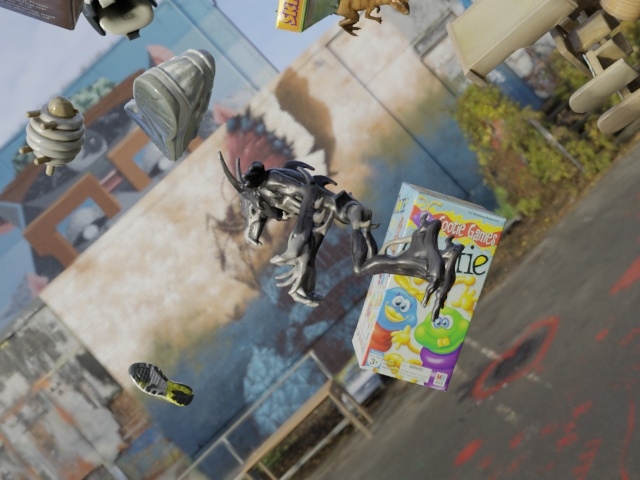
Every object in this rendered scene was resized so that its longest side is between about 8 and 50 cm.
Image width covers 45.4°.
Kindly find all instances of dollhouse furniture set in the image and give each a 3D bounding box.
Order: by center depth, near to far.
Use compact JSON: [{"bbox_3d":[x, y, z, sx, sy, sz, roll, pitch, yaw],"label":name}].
[{"bbox_3d":[0.325,-0.269,1.085,0.242,0.212,0.161,23,-48,-37],"label":"dollhouse furniture set"}]

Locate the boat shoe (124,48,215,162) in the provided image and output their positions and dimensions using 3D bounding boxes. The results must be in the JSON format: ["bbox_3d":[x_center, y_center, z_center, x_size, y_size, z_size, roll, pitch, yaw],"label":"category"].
[{"bbox_3d":[-0.222,-0.203,1.160,0.103,0.118,0.320,-43,4,-15],"label":"boat shoe"}]

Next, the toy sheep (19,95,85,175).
[{"bbox_3d":[-0.390,-0.153,1.120,0.091,0.091,0.132,-39,-20,-57],"label":"toy sheep"}]

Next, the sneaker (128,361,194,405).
[{"bbox_3d":[-0.185,0.165,0.866,0.035,0.083,0.031,-16,42,52],"label":"sneaker"}]

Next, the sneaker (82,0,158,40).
[{"bbox_3d":[-0.274,-0.319,0.999,0.094,0.153,0.235,-29,1,-7],"label":"sneaker"}]

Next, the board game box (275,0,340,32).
[{"bbox_3d":[0.000,-0.307,0.839,0.259,0.039,0.124,-59,-19,-65],"label":"board game box"}]

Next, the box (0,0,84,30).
[{"bbox_3d":[-0.258,-0.291,0.553,0.381,0.191,0.143,-172,98,-74],"label":"box"}]

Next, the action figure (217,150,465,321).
[{"bbox_3d":[0.000,0.000,0.799,0.141,0.276,0.164,-67,-18,-3],"label":"action figure"}]

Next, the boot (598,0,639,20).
[{"bbox_3d":[0.390,-0.446,0.998,0.104,0.295,0.211,-2,-47,-12],"label":"boot"}]

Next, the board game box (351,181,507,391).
[{"bbox_3d":[0.161,0.067,1.183,0.144,0.142,0.275,-104,31,-80],"label":"board game box"}]

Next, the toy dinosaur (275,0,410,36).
[{"bbox_3d":[0.031,-0.369,1.198,0.211,0.064,0.112,-6,-8,-4],"label":"toy dinosaur"}]
